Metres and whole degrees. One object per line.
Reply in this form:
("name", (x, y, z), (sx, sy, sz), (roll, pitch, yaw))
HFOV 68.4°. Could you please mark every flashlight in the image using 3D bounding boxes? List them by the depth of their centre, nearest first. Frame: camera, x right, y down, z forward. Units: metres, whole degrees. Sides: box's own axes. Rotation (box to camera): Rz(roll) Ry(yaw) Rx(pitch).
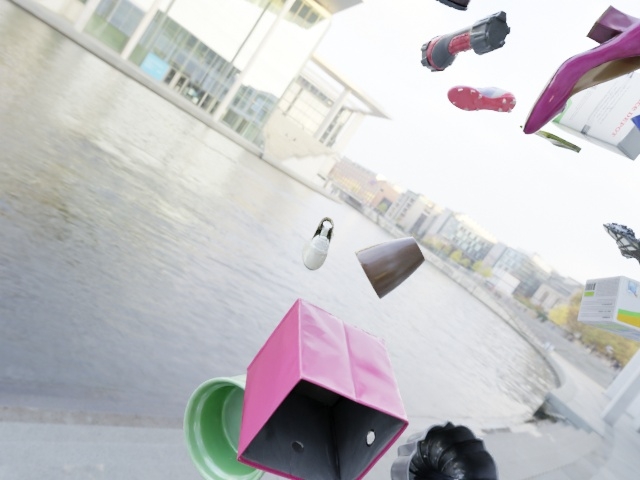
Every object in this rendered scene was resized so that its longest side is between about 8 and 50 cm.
("flashlight", (0.381, -0.524, 1.276), (0.103, 0.103, 0.304), (61, -7, -20))

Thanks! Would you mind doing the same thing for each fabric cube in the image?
("fabric cube", (-0.003, 0.335, 1.025), (0.259, 0.254, 0.258), (28, 21, -16))

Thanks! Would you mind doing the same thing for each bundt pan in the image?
("bundt pan", (0.306, 0.637, 1.200), (0.331, 0.330, 0.124), (33, -36, -16))

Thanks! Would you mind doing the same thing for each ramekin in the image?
("ramekin", (-0.226, 0.529, 1.339), (0.303, 0.303, 0.148), (38, 15, 26))

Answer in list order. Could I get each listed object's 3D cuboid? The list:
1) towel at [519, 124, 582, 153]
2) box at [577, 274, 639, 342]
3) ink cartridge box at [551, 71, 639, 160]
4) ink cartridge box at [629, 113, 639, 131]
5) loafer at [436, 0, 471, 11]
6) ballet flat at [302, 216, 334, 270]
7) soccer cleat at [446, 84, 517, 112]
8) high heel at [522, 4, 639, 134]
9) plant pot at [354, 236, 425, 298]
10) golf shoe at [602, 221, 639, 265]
("towel", (0.716, -0.314, 1.464), (0.237, 0.021, 0.102), (5, 19, -41))
("box", (0.692, 0.158, 1.019), (0.203, 0.103, 0.114), (19, -11, -5))
("ink cartridge box", (0.875, -0.396, 1.424), (0.122, 0.211, 0.289), (21, 21, -32))
("ink cartridge box", (0.844, -0.228, 1.047), (0.223, 0.224, 0.045), (64, -18, 17))
("loafer", (0.252, -0.677, 1.162), (0.303, 0.095, 0.109), (36, 39, 9))
("ballet flat", (0.000, 0.000, 1.566), (0.086, 0.086, 0.248), (34, 34, -10))
("soccer cleat", (0.529, -0.477, 1.563), (0.248, 0.083, 0.095), (5, 43, -9))
("high heel", (0.642, -0.366, 1.092), (0.181, 0.377, 0.127), (39, 2, 14))
("plant pot", (0.286, 0.084, 1.861), (0.215, 0.230, 0.215), (60, 6, -11))
("golf shoe", (0.988, 0.011, 1.529), (0.077, 0.093, 0.198), (-6, 31, -12))
